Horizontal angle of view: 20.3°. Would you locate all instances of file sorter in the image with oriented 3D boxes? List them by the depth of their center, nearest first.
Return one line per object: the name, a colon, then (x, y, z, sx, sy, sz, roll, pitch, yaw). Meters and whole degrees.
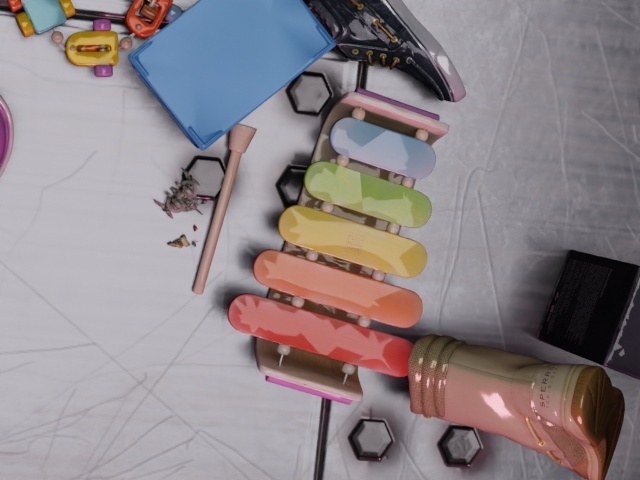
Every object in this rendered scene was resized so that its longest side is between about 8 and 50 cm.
file sorter: (-0.092, -0.187, 1.794, 0.170, 0.104, 0.118, -39, 96, -5)

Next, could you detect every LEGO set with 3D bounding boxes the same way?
LEGO set: (-0.140, -0.032, 1.840, 0.054, 0.023, 0.083, -18, 98, -9)

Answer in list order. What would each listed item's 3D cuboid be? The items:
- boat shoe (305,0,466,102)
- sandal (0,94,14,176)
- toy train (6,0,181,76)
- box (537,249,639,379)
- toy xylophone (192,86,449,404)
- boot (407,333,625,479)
boat shoe: (0.067, -0.200, 1.851, 0.083, 0.065, 0.183, -40, 93, -5)
sandal: (-0.464, 0.000, 1.713, 0.416, 0.102, 0.169, -34, 132, -3)
toy train: (-0.232, -0.235, 1.798, 0.166, 0.046, 0.125, 25, 84, -12)
box: (0.340, 0.091, 1.849, 0.153, 0.207, 0.108, 21, 90, -12)
toy xylophone: (0.000, 0.000, 1.841, 0.236, 0.081, 0.323, 9, 92, -11)
boot: (0.205, 0.176, 1.863, 0.203, 0.262, 0.095, 11, 74, 21)
